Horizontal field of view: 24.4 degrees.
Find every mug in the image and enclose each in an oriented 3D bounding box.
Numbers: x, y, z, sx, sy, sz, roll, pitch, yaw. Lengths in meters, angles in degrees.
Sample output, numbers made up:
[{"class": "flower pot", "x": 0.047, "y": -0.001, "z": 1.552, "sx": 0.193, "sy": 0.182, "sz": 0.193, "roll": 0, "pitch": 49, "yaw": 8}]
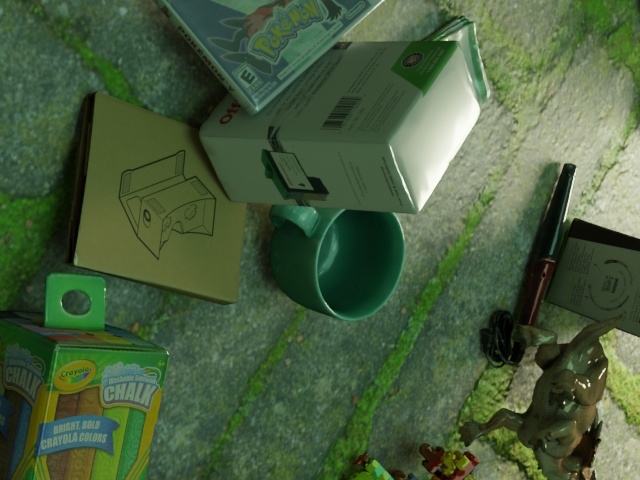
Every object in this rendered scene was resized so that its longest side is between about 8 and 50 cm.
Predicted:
[{"class": "mug", "x": 0.007, "y": 0.000, "z": 1.548, "sx": 0.129, "sy": 0.097, "sz": 0.158, "roll": -32, "pitch": 121, "yaw": -32}]

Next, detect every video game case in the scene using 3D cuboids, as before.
[{"class": "video game case", "x": -0.056, "y": -0.249, "z": 1.416, "sx": 0.201, "sy": 0.023, "sz": 0.183, "roll": -44, "pitch": 99, "yaw": -25}]

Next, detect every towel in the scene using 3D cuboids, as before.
[{"class": "towel", "x": 0.130, "y": -0.172, "z": 1.665, "sx": 0.152, "sy": 0.023, "sz": 0.113, "roll": -37, "pitch": 123, "yaw": -30}]

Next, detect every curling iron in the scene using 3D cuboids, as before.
[{"class": "curling iron", "x": 0.269, "y": 0.031, "z": 1.841, "sx": 0.068, "sy": 0.035, "sz": 0.274, "roll": 29, "pitch": 82, "yaw": -44}]

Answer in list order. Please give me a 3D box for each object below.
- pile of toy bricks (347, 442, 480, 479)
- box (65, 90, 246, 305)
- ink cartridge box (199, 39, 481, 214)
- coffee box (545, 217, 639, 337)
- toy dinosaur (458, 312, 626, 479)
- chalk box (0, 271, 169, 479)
[{"class": "pile of toy bricks", "x": 0.072, "y": 0.294, "z": 1.704, "sx": 0.212, "sy": 0.118, "sz": 0.105, "roll": -43, "pitch": 100, "yaw": -6}, {"class": "box", "x": -0.150, "y": -0.035, "z": 1.413, "sx": 0.201, "sy": 0.021, "sz": 0.164, "roll": 18, "pitch": 71, "yaw": -44}, {"class": "ink cartridge box", "x": 0.018, "y": -0.113, "z": 1.424, "sx": 0.160, "sy": 0.219, "sz": 0.093, "roll": -55, "pitch": 135, "yaw": -36}, {"class": "coffee box", "x": 0.454, "y": 0.079, "z": 1.845, "sx": 0.168, "sy": 0.297, "sz": 0.119, "roll": 17, "pitch": 93, "yaw": -45}, {"class": "toy dinosaur", "x": 0.309, "y": 0.197, "z": 1.835, "sx": 0.200, "sy": 0.127, "sz": 0.296, "roll": 4, "pitch": 115, "yaw": -45}, {"class": "chalk box", "x": -0.232, "y": 0.137, "z": 1.341, "sx": 0.132, "sy": 0.132, "sz": 0.213, "roll": 6, "pitch": 97, "yaw": -44}]
